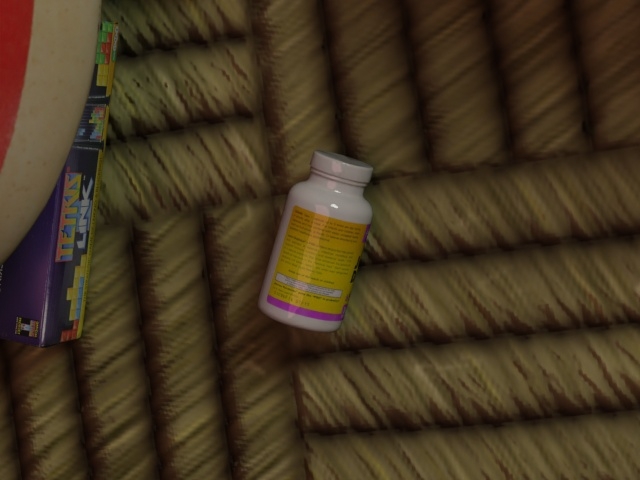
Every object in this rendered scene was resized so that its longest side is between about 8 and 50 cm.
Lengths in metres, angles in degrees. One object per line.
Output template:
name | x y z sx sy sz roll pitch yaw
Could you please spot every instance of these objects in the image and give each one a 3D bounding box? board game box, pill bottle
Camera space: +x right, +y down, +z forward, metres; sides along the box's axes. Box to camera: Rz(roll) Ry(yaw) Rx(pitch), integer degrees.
board game box | -0.187 -0.040 0.957 0.141 0.048 0.170 9 96 22
pill bottle | 0.000 0.000 0.888 0.043 0.043 0.083 19 100 19

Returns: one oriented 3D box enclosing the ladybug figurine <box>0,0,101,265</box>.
ladybug figurine | -0.267 -0.162 0.877 0.305 0.162 0.449 -28 69 15
